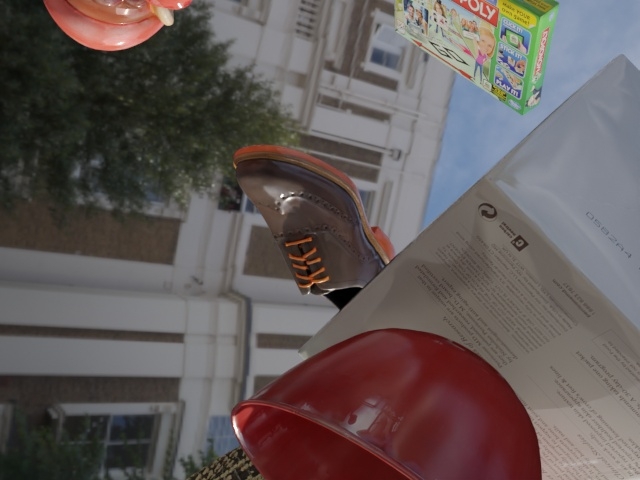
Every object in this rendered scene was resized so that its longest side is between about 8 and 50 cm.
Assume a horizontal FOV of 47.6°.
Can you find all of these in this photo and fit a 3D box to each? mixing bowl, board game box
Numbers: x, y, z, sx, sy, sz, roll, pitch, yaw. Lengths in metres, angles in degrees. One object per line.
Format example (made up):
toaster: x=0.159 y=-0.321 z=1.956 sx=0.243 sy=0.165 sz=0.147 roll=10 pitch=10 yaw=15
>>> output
mixing bowl: x=0.051 y=0.116 z=0.405 sx=0.181 sy=0.181 sz=0.098 roll=-12 pitch=-149 yaw=53
board game box: x=0.248 y=-0.375 z=1.227 sx=0.317 sy=0.046 sz=0.213 roll=43 pitch=-18 yaw=29

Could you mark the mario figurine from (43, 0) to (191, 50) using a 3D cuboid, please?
mario figurine: x=-0.144 y=-0.253 z=0.520 sx=0.198 sy=0.170 sz=0.320 roll=67 pitch=-10 yaw=-11

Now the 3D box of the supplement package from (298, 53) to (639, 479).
supplement package: x=0.157 y=0.051 z=0.523 sx=0.199 sy=0.198 sz=0.262 roll=47 pitch=-38 yaw=5

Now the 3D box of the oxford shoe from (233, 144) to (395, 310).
oxford shoe: x=0.000 y=0.000 z=0.758 sx=0.097 sy=0.271 sz=0.098 roll=-9 pitch=-125 yaw=34

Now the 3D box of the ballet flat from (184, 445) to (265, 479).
ballet flat: x=-0.160 y=0.291 z=0.503 sx=0.164 sy=0.483 sz=0.182 roll=62 pitch=-6 yaw=-13
